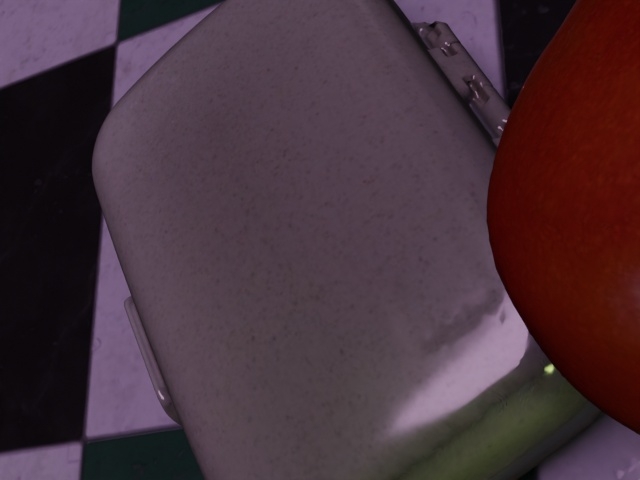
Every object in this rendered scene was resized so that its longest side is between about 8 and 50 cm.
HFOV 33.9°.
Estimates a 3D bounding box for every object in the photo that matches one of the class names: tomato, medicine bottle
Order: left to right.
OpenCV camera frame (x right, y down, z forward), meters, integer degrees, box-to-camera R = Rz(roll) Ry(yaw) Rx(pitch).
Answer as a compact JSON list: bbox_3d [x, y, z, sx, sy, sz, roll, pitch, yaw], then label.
[{"bbox_3d":[0.000,0.000,0.659,0.282,0.123,0.375,-39,55,16],"label":"medicine bottle"},{"bbox_3d":[0.203,-0.036,0.446,0.226,0.298,0.299,20,82,41],"label":"tomato"}]
